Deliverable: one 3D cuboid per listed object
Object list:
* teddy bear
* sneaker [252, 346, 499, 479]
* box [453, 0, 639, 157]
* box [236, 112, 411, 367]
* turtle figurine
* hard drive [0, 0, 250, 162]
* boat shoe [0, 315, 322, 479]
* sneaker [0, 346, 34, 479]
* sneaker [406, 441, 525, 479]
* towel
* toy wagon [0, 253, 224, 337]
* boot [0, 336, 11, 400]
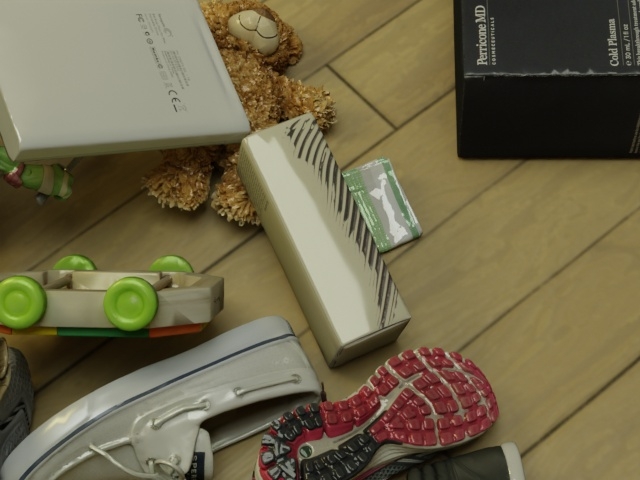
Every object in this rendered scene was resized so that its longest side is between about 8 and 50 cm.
[{"bbox_3d":[-0.111,-0.172,1.807,0.245,0.113,0.338,24,64,13],"label":"teddy bear"},{"bbox_3d":[0.058,0.208,1.579,0.299,0.112,0.121,-16,65,-21],"label":"sneaker"},{"bbox_3d":[0.327,-0.291,1.816,0.312,0.179,0.343,1,59,2],"label":"box"},{"bbox_3d":[0.000,0.000,1.660,0.094,0.113,0.275,-23,77,-14],"label":"box"},{"bbox_3d":[-0.389,-0.083,1.716,0.198,0.266,0.275,26,25,-6],"label":"turtle figurine"},{"bbox_3d":[-0.247,-0.195,1.664,0.307,0.040,0.203,-8,67,-38],"label":"hard drive"},{"bbox_3d":[-0.158,0.228,1.569,0.367,0.136,0.156,-24,64,-22],"label":"boat shoe"},{"bbox_3d":[-0.460,0.261,1.548,0.210,0.137,0.366,10,58,11],"label":"sneaker"},{"bbox_3d":[0.156,0.354,1.488,0.147,0.104,0.296,-7,53,1],"label":"sneaker"},{"bbox_3d":[0.037,-0.030,1.745,0.152,0.023,0.113,-21,75,-14],"label":"towel"},{"bbox_3d":[-0.285,0.060,1.602,0.344,0.267,0.068,0,94,4],"label":"toy wagon"},{"bbox_3d":[-0.415,0.124,1.539,0.165,0.077,0.213,-14,40,7],"label":"boot"}]
